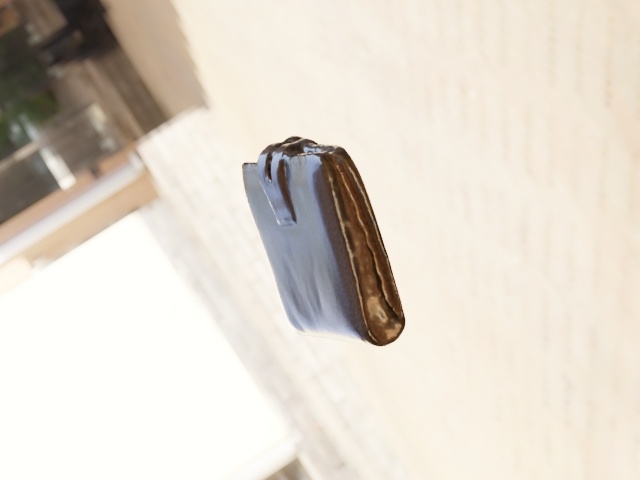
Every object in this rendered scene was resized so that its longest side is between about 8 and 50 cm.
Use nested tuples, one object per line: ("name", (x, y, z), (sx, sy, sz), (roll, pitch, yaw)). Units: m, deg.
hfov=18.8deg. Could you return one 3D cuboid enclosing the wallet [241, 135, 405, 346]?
("wallet", (0.000, 0.000, 1.064), (0.153, 0.039, 0.118), (-171, 62, -72))
